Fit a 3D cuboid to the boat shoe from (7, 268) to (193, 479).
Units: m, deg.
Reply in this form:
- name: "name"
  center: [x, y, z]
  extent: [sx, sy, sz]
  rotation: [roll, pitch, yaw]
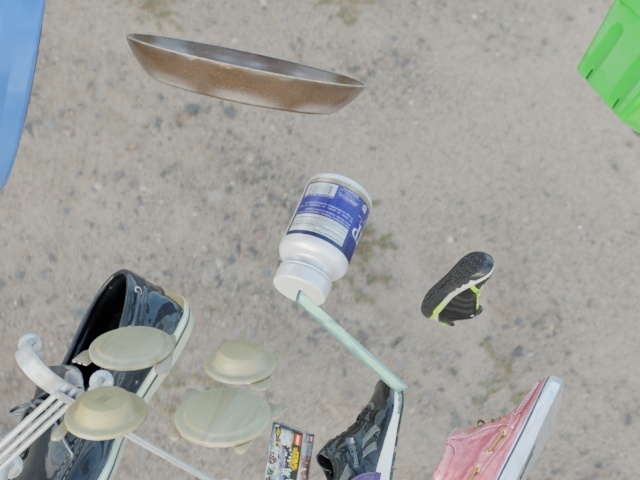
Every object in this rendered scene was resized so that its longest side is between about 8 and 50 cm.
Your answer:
- name: "boat shoe"
  center: [-0.364, 0.253, 1.209]
  extent: [0.156, 0.186, 0.500]
  rotation: [49, 52, -32]

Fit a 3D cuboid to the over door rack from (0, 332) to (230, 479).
- name: "over door rack"
  center: [-0.234, 0.246, 0.726]
  extent: [0.239, 0.324, 0.108]
  rotation: [-43, 39, -5]

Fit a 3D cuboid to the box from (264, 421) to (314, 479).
- name: "box"
  center: [-0.056, 0.386, 1.396]
  extent: [0.027, 0.094, 0.137]
  rotation: [11, 85, -37]

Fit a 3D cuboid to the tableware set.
- name: "tableware set"
  center: [-0.103, 0.103, 0.585]
  extent: [0.168, 0.020, 0.141]
  rotation: [4, 23, 7]

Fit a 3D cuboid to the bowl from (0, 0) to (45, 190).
- name: "bowl"
  center: [-0.413, -0.244, 1.033]
  extent: [0.077, 0.391, 0.391]
  rotation: [9, 57, -27]

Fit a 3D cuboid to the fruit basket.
- name: "fruit basket"
  center: [0.662, -0.325, 1.350]
  extent: [0.392, 0.392, 0.283]
  rotation: [-1, 41, -16]

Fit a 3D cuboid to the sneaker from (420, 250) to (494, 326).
- name: "sneaker"
  center: [0.294, 0.103, 1.641]
  extent: [0.097, 0.235, 0.084]
  rotation: [31, 53, -9]

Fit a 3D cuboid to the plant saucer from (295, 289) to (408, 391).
- name: "plant saucer"
  center: [0.038, 0.136, 1.104]
  extent: [0.192, 0.067, 0.018]
  rotation: [41, 85, -1]

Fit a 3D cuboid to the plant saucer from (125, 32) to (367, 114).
- name: "plant saucer"
  center: [-0.096, -0.211, 1.052]
  extent: [0.310, 0.050, 0.310]
  rotation: [11, 14, -3]

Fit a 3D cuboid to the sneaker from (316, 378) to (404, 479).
- name: "sneaker"
  center: [0.061, 0.333, 1.343]
  extent: [0.124, 0.107, 0.283]
  rotation: [13, 45, 3]

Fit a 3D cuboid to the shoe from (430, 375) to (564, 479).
- name: "shoe"
  center: [0.182, 0.200, 0.840]
  extent: [0.081, 0.063, 0.178]
  rotation: [19, 55, 29]

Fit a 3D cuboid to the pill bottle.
- name: "pill bottle"
  center: [0.000, 0.000, 1.261]
  extent: [0.112, 0.112, 0.187]
  rotation: [23, 63, 0]
